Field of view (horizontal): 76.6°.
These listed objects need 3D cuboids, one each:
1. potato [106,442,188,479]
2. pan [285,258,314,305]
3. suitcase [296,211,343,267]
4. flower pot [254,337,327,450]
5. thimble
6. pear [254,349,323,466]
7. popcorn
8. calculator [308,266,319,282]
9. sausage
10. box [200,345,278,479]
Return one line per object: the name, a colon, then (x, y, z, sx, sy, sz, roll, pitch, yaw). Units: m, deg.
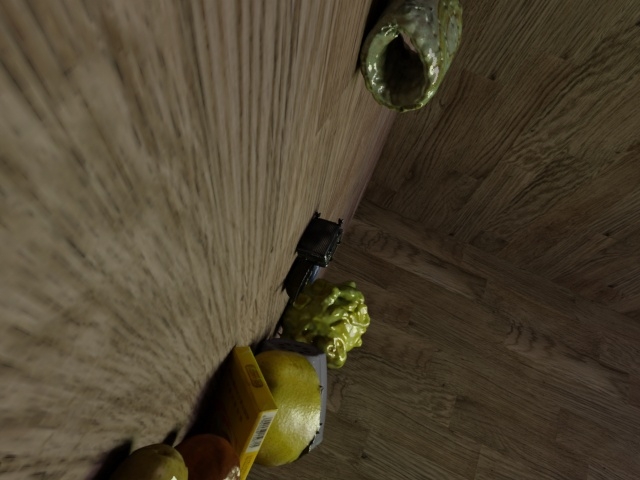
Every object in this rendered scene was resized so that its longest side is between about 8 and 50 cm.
potato: (-0.191, 0.283, 0.397, 0.107, 0.080, 0.170, 176, -61, -82)
pan: (-0.057, 0.092, 1.039, 0.202, 0.048, 0.128, 70, 44, -85)
suitcase: (0.000, 0.000, 0.984, 0.059, 0.086, 0.126, 82, 30, -53)
flower pot: (-0.093, 0.413, 1.127, 0.265, 0.265, 0.242, 34, 71, -85)
thimble: (0.145, -0.319, 0.648, 0.143, 0.138, 0.190, -61, 159, -21)
pear: (-0.137, 0.361, 0.917, 0.178, 0.267, 0.266, 46, 65, -51)
popcorn: (0.014, 0.272, 1.412, 0.312, 0.312, 0.312, 25, 90, -85)
calculator: (-0.035, 0.137, 1.578, 0.210, 0.039, 0.121, 76, 38, -82)
sausage: (-0.192, 0.368, 0.521, 0.258, 0.133, 0.133, -63, 176, -57)
box: (-0.164, 0.349, 0.753, 0.152, 0.044, 0.269, 48, -58, 49)
